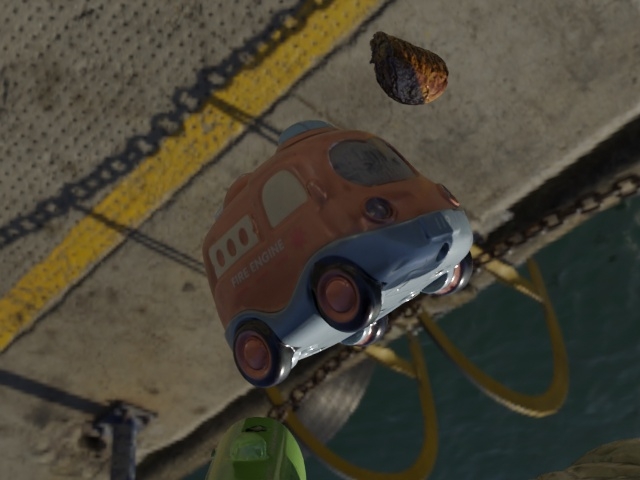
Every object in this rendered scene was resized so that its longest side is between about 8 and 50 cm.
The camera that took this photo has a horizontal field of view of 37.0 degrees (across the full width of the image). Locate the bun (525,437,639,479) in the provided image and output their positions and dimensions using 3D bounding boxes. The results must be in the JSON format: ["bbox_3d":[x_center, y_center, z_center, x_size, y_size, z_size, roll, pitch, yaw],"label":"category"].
[{"bbox_3d":[0.136,0.241,0.478,0.360,0.211,0.359,-42,156,-24],"label":"bun"}]

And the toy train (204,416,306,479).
[{"bbox_3d":[-0.044,0.193,0.577,0.105,0.253,0.157,-1,93,-1],"label":"toy train"}]

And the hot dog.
[{"bbox_3d":[0.070,-0.143,0.794,0.083,0.058,0.035,11,146,-43],"label":"hot dog"}]

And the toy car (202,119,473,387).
[{"bbox_3d":[0.000,0.000,0.936,0.180,0.212,0.270,-14,162,-49],"label":"toy car"}]
